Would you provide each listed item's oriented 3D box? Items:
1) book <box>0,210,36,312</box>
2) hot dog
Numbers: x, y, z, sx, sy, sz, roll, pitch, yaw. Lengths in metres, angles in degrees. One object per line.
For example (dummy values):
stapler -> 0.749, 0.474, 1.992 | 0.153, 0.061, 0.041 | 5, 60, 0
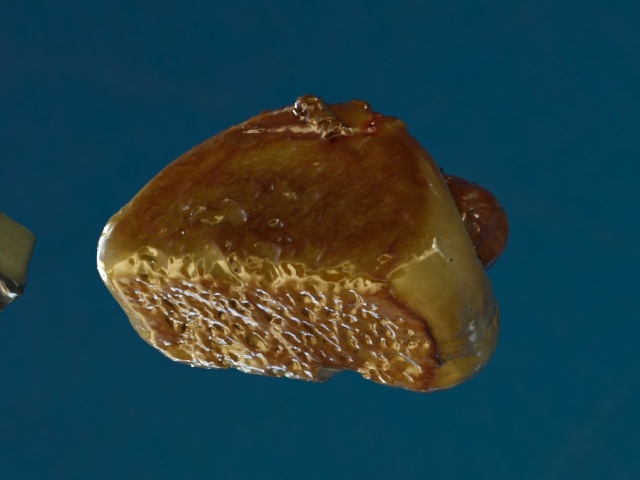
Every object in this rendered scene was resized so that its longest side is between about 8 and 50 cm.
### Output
book -> -0.344, 0.017, 0.789 | 0.300, 0.039, 0.428 | 36, -45, -19
hot dog -> 0.000, 0.000, 1.195 | 0.256, 0.153, 0.150 | 4, -43, 29
